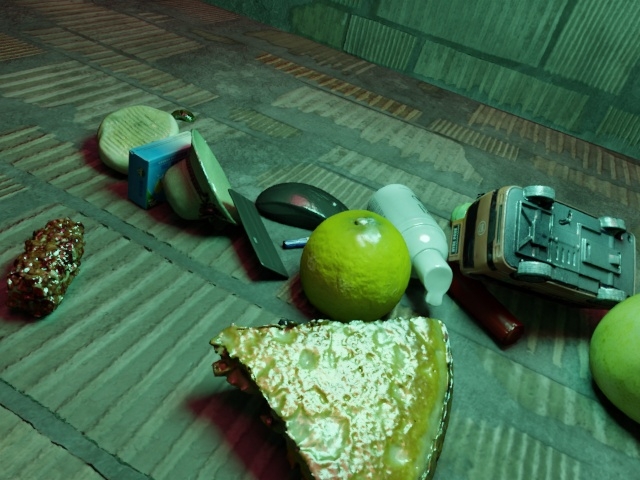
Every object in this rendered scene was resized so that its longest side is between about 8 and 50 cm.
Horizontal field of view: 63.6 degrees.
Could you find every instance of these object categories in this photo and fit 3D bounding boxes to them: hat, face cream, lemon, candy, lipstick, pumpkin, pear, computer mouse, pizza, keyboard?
[{"bbox_3d":[-0.300,-0.124,1.235,0.130,0.257,0.257,-25,41,2],"label":"hat"},{"bbox_3d":[0.227,0.005,1.238,0.145,0.146,0.370,4,30,-16],"label":"face cream"},{"bbox_3d":[0.078,0.041,1.096,0.240,0.219,0.241,8,38,-6],"label":"lemon"},{"bbox_3d":[0.505,-0.051,1.407,0.092,0.093,0.335,0,6,-43],"label":"candy"},{"bbox_3d":[0.359,0.129,1.214,0.073,0.073,0.280,-9,41,-31],"label":"lipstick"},{"bbox_3d":[-0.454,-0.416,1.704,0.083,0.028,0.050,4,37,-10],"label":"pumpkin"},{"bbox_3d":[0.705,0.230,1.017,0.308,0.310,0.309,11,34,-7],"label":"pear"},{"bbox_3d":[-0.035,-0.097,1.365,0.269,0.087,0.138,15,35,-4],"label":"computer mouse"},{"bbox_3d":[0.012,0.243,0.848,0.405,0.130,0.440,26,45,6],"label":"pizza"},{"bbox_3d":[-0.125,0.012,1.178,0.103,0.041,0.381,31,16,-46],"label":"keyboard"}]

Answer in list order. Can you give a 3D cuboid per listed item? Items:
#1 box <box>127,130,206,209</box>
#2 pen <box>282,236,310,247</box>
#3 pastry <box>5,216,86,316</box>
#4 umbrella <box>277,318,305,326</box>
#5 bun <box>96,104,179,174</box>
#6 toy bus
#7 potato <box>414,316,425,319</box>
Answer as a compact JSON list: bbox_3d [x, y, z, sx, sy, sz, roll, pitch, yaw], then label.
[{"bbox_3d":[-0.383,-0.179,1.293,0.073,0.139,0.194,29,37,19],"label":"box"},{"bbox_3d":[0.000,0.000,1.293,0.204,0.025,0.025,-6,40,-28],"label":"pen"},{"bbox_3d":[-0.505,0.046,0.963,0.115,0.097,0.209,4,37,-9],"label":"pastry"},{"bbox_3d":[0.020,0.206,0.975,0.224,0.071,0.080,14,62,-11],"label":"umbrella"},{"bbox_3d":[-0.491,-0.264,1.394,0.209,0.116,0.237,27,50,11],"label":"bun"},{"bbox_3d":[0.519,0.029,1.193,0.426,0.233,0.203,17,74,-24],"label":"toy bus"},{"bbox_3d":[0.220,0.194,1.083,0.083,0.062,0.068,20,44,-33],"label":"potato"}]
